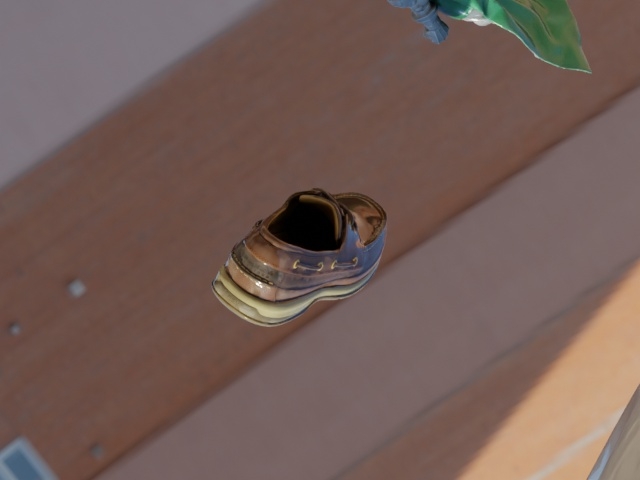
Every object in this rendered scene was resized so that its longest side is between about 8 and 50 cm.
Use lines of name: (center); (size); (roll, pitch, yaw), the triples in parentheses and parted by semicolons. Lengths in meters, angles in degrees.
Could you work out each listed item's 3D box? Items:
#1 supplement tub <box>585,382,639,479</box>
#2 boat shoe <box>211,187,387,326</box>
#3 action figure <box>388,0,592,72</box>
supplement tub: (0.243, 0.211, 0.858); (0.316, 0.228, 0.228); (28, -126, 9)
boat shoe: (0.000, 0.000, 1.229); (0.178, 0.064, 0.060); (-29, 150, -58)
action figure: (0.078, -0.182, 1.341); (0.063, 0.232, 0.137); (-47, -129, 30)
